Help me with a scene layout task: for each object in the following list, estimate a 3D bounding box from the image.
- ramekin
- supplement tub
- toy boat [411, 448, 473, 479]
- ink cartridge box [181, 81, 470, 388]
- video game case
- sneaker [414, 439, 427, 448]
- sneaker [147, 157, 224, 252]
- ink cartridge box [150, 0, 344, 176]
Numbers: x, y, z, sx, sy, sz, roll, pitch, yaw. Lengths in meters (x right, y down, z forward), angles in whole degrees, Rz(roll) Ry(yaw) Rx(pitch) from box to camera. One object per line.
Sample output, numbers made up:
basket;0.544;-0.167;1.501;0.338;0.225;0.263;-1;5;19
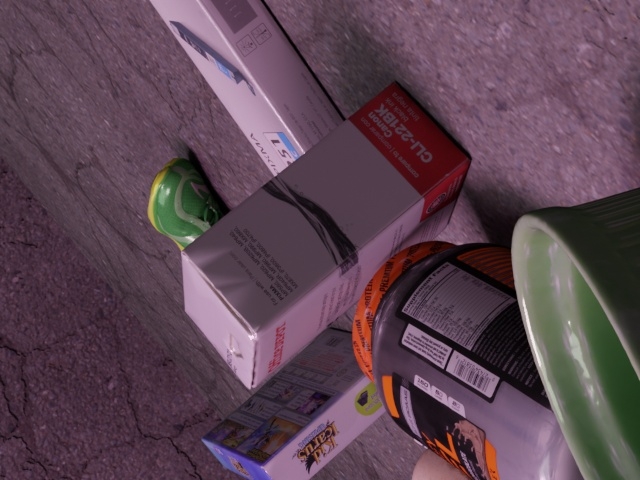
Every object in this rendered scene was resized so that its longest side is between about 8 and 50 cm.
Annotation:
ramekin;0.267;0.096;1.281;0.303;0.148;0.303;159;90;-83
supplement tub;0.187;0.128;1.626;0.338;0.207;0.207;31;156;53
toy boat;0.210;0.337;2.122;0.267;0.148;0.318;52;171;-4
ink cartridge box;0.000;0.000;1.726;0.114;0.273;0.197;47;164;12
video game case;-0.016;0.226;2.376;0.061;0.244;0.269;54;165;-14
sneaker;0.122;0.182;2.193;0.208;0.081;0.094;44;161;23
sneaker;-0.152;-0.005;2.543;0.124;0.109;0.295;9;140;34
ink cartridge box;-0.092;-0.183;1.959;0.296;0.066;0.261;55;163;-16
